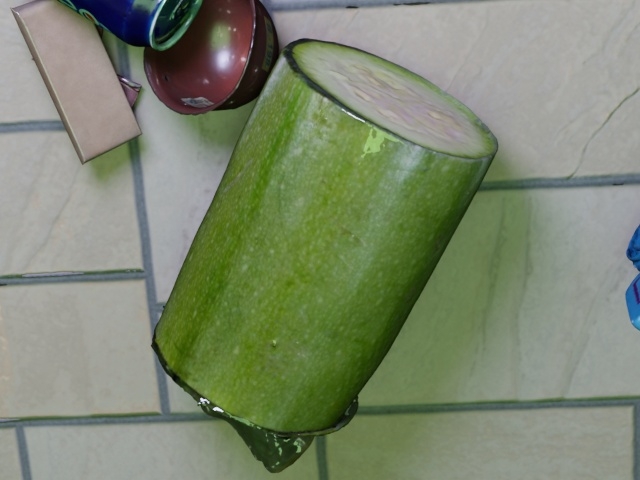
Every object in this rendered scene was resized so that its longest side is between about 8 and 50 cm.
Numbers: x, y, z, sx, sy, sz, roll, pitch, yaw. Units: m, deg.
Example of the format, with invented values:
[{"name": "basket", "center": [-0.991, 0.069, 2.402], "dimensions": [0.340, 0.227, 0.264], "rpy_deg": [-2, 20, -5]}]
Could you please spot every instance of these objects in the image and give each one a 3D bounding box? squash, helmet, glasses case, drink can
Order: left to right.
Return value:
[{"name": "glasses case", "center": [-0.268, -0.196, 1.892], "dimensions": [0.102, 0.070, 0.193], "rpy_deg": [-28, 109, -15]}, {"name": "drink can", "center": [-0.230, -0.291, 1.783], "dimensions": [0.205, 0.118, 0.118], "rpy_deg": [33, 113, 15]}, {"name": "helmet", "center": [-0.106, -0.218, 1.843], "dimensions": [0.155, 0.106, 0.175], "rpy_deg": [-12, 80, 33]}, {"name": "squash", "center": [0.000, 0.000, 1.849], "dimensions": [0.263, 0.263, 0.384], "rpy_deg": [24, 113, -7]}]

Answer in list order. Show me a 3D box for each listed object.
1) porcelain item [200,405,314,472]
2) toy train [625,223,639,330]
[{"name": "porcelain item", "center": [-0.108, 0.188, 2.034], "dimensions": [0.216, 0.069, 0.081], "rpy_deg": [43, 113, -15]}, {"name": "toy train", "center": [0.470, 0.001, 1.818], "dimensions": [0.188, 0.265, 0.300], "rpy_deg": [35, 109, -8]}]
